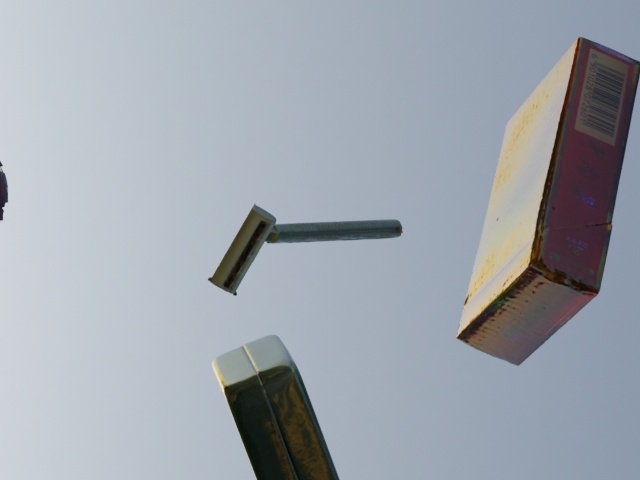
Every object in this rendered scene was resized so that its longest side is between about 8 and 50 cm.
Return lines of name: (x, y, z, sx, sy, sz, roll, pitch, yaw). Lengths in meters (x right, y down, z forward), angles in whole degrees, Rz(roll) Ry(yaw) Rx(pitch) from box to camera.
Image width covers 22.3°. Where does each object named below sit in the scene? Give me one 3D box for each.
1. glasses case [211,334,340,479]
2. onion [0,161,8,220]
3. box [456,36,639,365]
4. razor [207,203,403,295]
glasses case: (-0.005, 0.144, 0.838, 0.078, 0.039, 0.184, -137, -153, -76)
onion: (-0.283, -0.014, 0.980, 0.147, 0.184, 0.184, 130, -46, -60)
box: (0.254, -0.042, 1.789, 0.197, 0.089, 0.313, 128, -17, -57)
razor: (-0.004, -0.005, 1.402, 0.036, 0.211, 0.084, 49, -56, 25)
